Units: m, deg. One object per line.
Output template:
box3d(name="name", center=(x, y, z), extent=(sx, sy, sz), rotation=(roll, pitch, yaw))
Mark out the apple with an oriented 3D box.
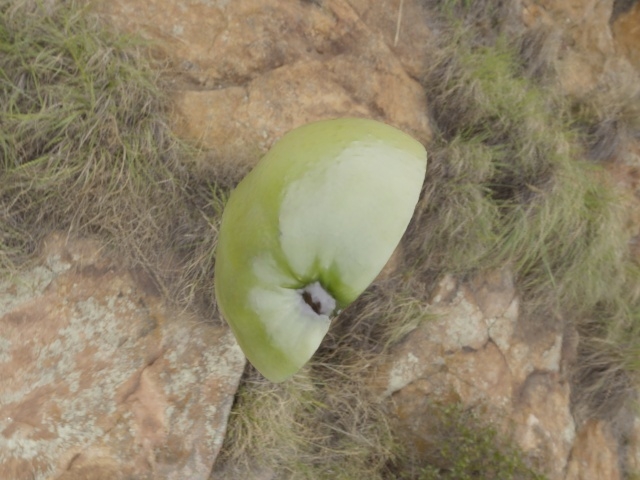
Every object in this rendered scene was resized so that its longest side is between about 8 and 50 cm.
box3d(name="apple", center=(0.000, 0.000, 0.697), extent=(0.360, 0.312, 0.320), rotation=(-77, 159, -68))
